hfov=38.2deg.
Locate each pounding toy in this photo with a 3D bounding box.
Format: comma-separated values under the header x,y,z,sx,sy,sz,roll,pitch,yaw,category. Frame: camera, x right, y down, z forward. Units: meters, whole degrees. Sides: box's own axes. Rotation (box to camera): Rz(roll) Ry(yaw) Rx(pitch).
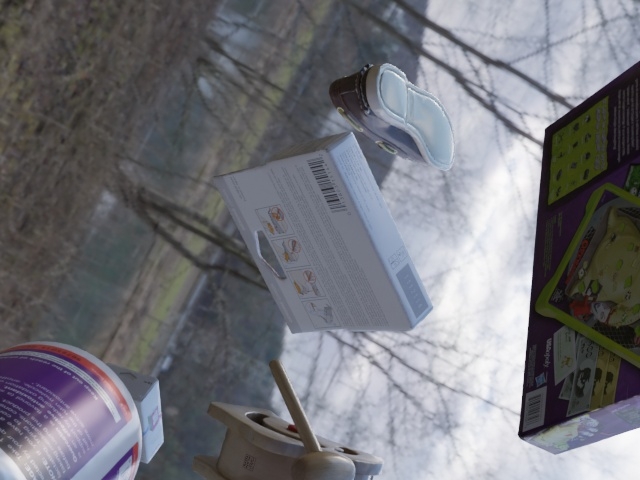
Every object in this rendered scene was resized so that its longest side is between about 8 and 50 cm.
x,y,z,sx,sy,sz,roll,pitch,yaw,category
-0.015,0.212,0.983,0.269,0.154,0.155,10,-97,60,pounding toy

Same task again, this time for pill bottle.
x,y,z,sx,sy,sz,roll,pitch,yaw,category
-0.268,0.198,0.717,0.181,0.181,0.323,-61,177,9,pill bottle

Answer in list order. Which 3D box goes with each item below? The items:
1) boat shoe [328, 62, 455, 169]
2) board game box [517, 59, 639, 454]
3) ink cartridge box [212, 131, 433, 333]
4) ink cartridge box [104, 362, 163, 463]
x,y,z,sx,sy,sz,roll,pitch,yaw,category
0.131,-0.199,1.555,0.324,0.096,0.117,26,66,-55,boat shoe
0.264,-0.008,0.783,0.208,0.056,0.347,-44,-154,52,board game box
0.000,0.000,1.380,0.261,0.296,0.066,-7,-155,47,ink cartridge box
-0.272,0.241,1.293,0.052,0.088,0.122,-55,153,-53,ink cartridge box
